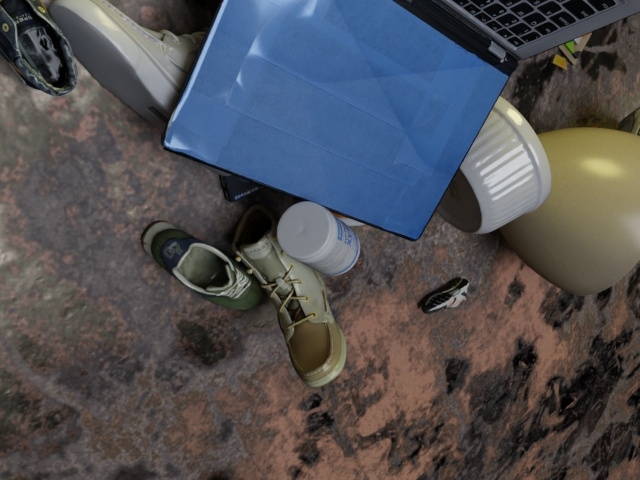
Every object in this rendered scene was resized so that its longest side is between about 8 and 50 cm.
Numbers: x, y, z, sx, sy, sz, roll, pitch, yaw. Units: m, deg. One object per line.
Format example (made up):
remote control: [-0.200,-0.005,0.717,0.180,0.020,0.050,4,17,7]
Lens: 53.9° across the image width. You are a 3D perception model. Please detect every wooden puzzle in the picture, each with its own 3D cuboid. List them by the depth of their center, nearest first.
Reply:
wooden puzzle: [0.452,-0.355,1.114,0.078,0.014,0.116,19,95,-41]

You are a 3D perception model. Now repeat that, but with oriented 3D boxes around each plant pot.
plant pot: [0.397,-0.073,1.049,0.191,0.284,0.284,22,95,-10]

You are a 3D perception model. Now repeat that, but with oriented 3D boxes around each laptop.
laptop: [0.123,-0.183,0.612,0.382,0.408,0.236,18,71,-36]

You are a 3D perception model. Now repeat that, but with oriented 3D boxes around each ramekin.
ramekin: [0.220,-0.106,0.915,0.109,0.207,0.207,-35,127,-11]

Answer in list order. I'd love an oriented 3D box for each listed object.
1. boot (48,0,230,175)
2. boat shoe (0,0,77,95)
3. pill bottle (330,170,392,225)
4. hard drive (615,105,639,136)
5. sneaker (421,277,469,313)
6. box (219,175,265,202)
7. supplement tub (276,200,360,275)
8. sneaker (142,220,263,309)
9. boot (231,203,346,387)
boot: [-0.152,-0.191,0.672,0.258,0.095,0.123,45,66,-43]
boat shoe: [-0.277,-0.214,0.554,0.065,0.083,0.183,-40,128,-19]
pill bottle: [0.041,-0.138,0.811,0.121,0.121,0.216,-22,120,-30]
hard drive: [0.551,-0.081,1.194,0.237,0.064,0.339,-3,114,-77]
sneaker: [0.222,0.107,1.108,0.109,0.040,0.044,-24,124,-28]
box: [-0.088,-0.094,0.795,0.083,0.018,0.067,-26,123,-27]
supplement tub: [0.000,0.000,0.757,0.071,0.071,0.107,-61,155,-1]
sneaker: [-0.129,0.048,0.777,0.192,0.086,0.064,39,83,-41]
boot: [-0.042,0.064,0.782,0.077,0.213,0.165,-26,126,8]
